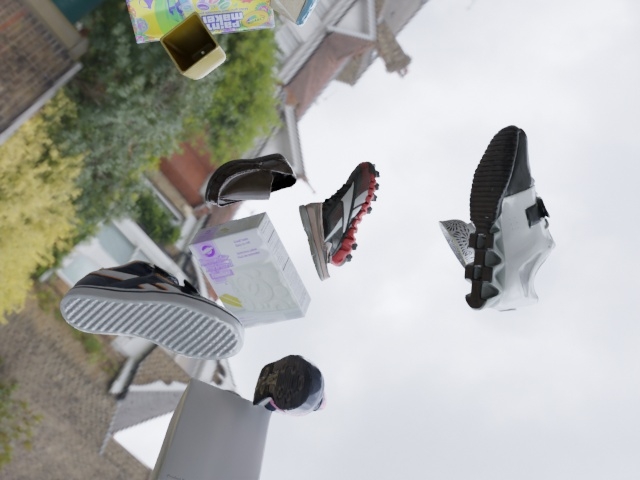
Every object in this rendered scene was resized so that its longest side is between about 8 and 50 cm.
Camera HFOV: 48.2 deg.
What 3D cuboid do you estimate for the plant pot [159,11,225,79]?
[{"bbox_3d":[-0.213,-0.330,1.247,0.081,0.081,0.083,-35,168,7],"label":"plant pot"}]

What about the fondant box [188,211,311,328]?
[{"bbox_3d":[-0.203,0.097,2.107,0.238,0.330,0.096,-14,-152,23],"label":"fondant box"}]

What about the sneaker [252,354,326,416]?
[{"bbox_3d":[-0.031,0.292,1.400,0.319,0.131,0.112,155,-47,-68],"label":"sneaker"}]

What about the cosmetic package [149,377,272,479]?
[{"bbox_3d":[-0.227,0.465,1.394,0.155,0.197,0.365,-61,-170,27],"label":"cosmetic package"}]

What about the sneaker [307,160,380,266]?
[{"bbox_3d":[0.051,-0.081,1.758,0.276,0.135,0.098,-67,-163,-7],"label":"sneaker"}]

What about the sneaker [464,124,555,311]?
[{"bbox_3d":[0.351,-0.037,1.280,0.146,0.330,0.122,4,-174,-16],"label":"sneaker"}]

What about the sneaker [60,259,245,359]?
[{"bbox_3d":[-0.277,0.110,1.250,0.321,0.126,0.127,13,-147,5],"label":"sneaker"}]

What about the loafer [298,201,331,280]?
[{"bbox_3d":[0.000,0.000,1.123,0.039,0.125,0.045,-16,180,-8],"label":"loafer"}]

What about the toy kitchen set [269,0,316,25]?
[{"bbox_3d":[0.074,-0.292,0.722,0.207,0.166,0.122,-58,-172,-1],"label":"toy kitchen set"}]

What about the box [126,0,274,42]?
[{"bbox_3d":[-0.256,-0.574,1.523,0.290,0.177,0.279,-7,-138,-2],"label":"box"}]

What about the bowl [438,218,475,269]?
[{"bbox_3d":[0.409,0.000,2.018,0.080,0.170,0.170,-29,-155,4],"label":"bowl"}]

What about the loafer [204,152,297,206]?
[{"bbox_3d":[-0.128,-0.115,1.393,0.078,0.080,0.220,36,-137,28],"label":"loafer"}]
